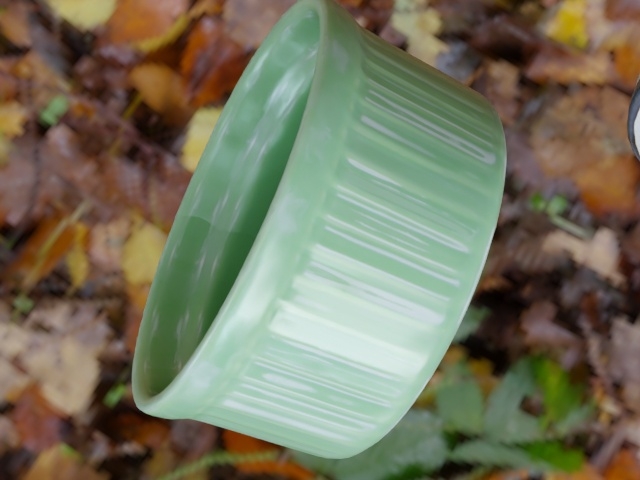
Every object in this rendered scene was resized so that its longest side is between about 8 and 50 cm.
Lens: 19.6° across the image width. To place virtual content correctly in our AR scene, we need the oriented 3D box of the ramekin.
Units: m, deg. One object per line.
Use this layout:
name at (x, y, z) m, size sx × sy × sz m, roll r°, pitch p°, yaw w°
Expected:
ramekin at (0.000, 0.000, 1.254) m, size 0.148 × 0.303 × 0.303 m, roll 23°, pitch 149°, yaw -14°

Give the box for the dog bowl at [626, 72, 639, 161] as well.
dog bowl at (0.392, -0.139, 1.128) m, size 0.408 × 0.150 × 0.408 m, roll 2°, pitch 160°, yaw 1°
